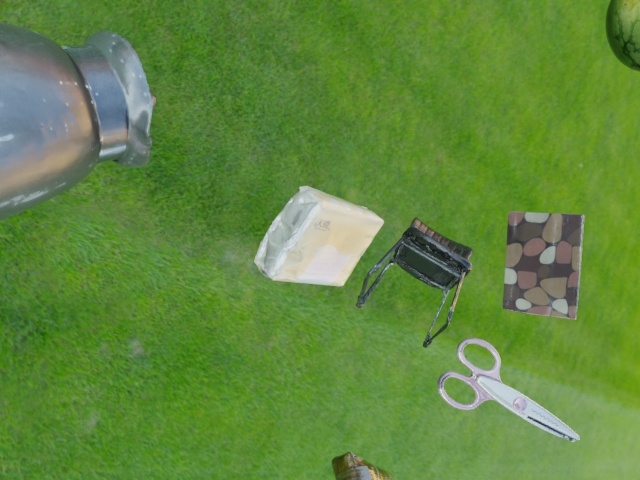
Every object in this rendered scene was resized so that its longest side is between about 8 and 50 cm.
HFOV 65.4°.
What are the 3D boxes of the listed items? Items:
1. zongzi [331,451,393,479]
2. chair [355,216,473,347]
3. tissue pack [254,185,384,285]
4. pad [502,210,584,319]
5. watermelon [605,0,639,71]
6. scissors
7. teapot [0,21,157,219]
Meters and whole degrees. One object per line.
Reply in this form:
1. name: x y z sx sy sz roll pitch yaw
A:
1. zongzi: 0.104 0.549 1.019 0.184 0.084 0.187 37 34 -33
2. chair: 0.179 0.038 0.828 0.221 0.140 0.145 -53 168 -29
3. tissue pack: 0.000 0.000 0.961 0.222 0.090 0.186 12 116 -53
4. pad: 0.499 0.054 1.126 0.003 0.158 0.234 -7 100 -61
5. watermelon: 0.471 -0.284 0.680 0.141 0.141 0.187 -23 106 -36
6. scissors: 0.225 0.188 0.586 0.176 0.022 0.085 32 84 0
7. teapot: -0.353 -0.152 0.622 0.285 0.305 0.223 -23 105 -40
